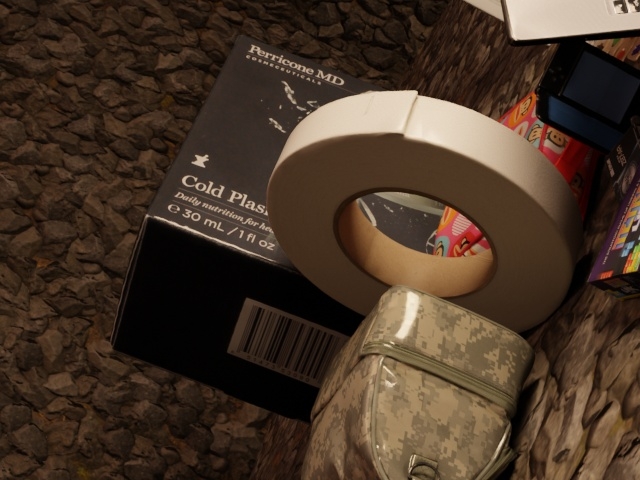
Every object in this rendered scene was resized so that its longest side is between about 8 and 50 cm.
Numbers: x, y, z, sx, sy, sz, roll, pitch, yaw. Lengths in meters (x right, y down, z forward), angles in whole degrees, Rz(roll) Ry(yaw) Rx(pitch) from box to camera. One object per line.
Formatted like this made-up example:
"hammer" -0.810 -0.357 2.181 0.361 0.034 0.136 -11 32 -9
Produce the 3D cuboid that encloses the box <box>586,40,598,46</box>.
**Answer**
"box" 0.392 -0.256 2.179 0.145 0.038 0.186 -60 8 25

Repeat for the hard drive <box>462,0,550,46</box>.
"hard drive" 0.284 -0.458 2.674 0.040 0.307 0.203 -61 6 17

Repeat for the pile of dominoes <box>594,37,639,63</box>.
"pile of dominoes" 0.421 -0.314 1.829 0.251 0.040 0.196 -8 54 63

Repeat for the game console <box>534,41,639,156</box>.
"game console" 0.337 -0.167 1.748 0.124 0.144 0.085 -63 7 0

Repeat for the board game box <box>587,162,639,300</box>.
"board game box" 0.349 -0.028 1.501 0.170 0.048 0.141 -65 7 -11

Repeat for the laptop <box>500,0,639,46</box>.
"laptop" 0.370 -0.424 1.475 0.236 0.407 0.382 84 -178 -50

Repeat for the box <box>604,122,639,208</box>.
"box" 0.357 -0.081 1.659 0.067 0.018 0.083 123 148 -46

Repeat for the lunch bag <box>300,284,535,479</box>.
"lunch bag" 0.097 0.242 1.731 0.256 0.212 0.305 -66 6 -32

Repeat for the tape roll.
"tape roll" 0.124 -0.020 1.779 0.392 0.392 0.072 -55 10 55

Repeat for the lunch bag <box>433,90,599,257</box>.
"lunch bag" 0.278 -0.079 1.945 0.258 0.120 0.293 -44 17 47

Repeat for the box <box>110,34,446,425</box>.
"box" 0.000 0.000 2.199 0.472 0.479 0.297 -70 1 -49
